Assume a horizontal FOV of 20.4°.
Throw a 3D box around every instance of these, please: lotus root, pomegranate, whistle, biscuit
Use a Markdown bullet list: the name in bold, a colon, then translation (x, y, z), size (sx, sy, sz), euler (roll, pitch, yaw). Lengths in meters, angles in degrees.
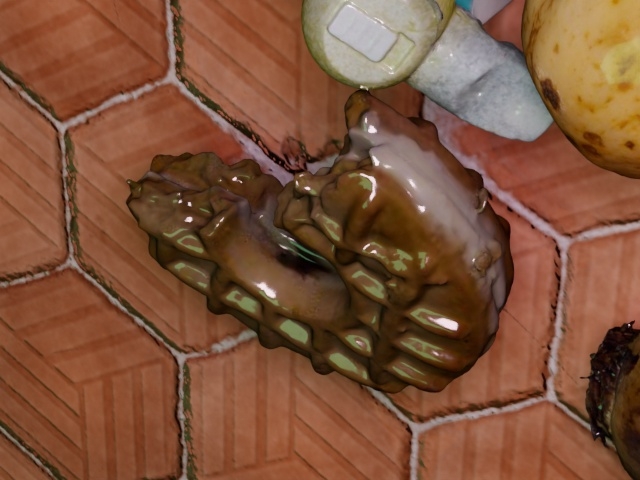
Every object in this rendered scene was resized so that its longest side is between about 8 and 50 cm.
- **lotus root**: translation (0.333, 0.140, 1.344), size (0.314, 0.141, 0.169), euler (14, 124, 25)
- **pomegranate**: translation (0.247, -0.146, 1.220), size (0.215, 0.215, 0.215), euler (15, 121, 26)
- **whistle**: translation (0.076, -0.149, 1.280), size (0.223, 0.123, 0.123), euler (31, 130, -13)
- **biscuit**: translation (0.017, 0.011, 1.441), size (0.268, 0.115, 0.366), euler (46, 153, -25)

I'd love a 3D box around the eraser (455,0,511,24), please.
- **eraser**: translation (0.039, -0.225, 1.376), size (0.225, 0.095, 0.052), euler (21, 127, 22)
